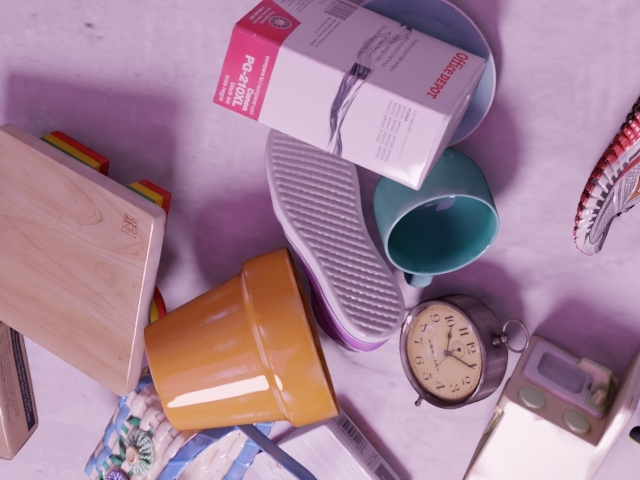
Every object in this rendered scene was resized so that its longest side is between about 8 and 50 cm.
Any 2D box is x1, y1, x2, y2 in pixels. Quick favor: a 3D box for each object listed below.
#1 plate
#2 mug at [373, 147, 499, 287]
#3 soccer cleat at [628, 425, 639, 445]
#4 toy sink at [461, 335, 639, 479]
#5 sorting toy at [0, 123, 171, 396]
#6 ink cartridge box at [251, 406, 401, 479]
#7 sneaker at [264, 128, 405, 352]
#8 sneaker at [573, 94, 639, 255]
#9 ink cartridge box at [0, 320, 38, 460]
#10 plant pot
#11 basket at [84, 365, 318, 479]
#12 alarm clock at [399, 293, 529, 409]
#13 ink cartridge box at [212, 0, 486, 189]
[{"bbox_3d":[0.103,-0.187,1.719,0.188,0.024,0.188,8,117,17],"label":"plate"},{"bbox_3d":[0.114,-0.032,1.735,0.129,0.097,0.158,27,125,-37],"label":"mug"},{"bbox_3d":[0.445,0.231,1.793,0.179,0.060,0.072,15,97,16],"label":"soccer cleat"},{"bbox_3d":[0.261,0.208,1.787,0.131,0.153,0.234,28,123,5],"label":"toy sink"},{"bbox_3d":[-0.286,0.014,1.896,0.257,0.089,0.255,28,123,26],"label":"sorting toy"},{"bbox_3d":[0.007,0.299,2.004,0.145,0.045,0.179,51,139,-10],"label":"ink cartridge box"},{"bbox_3d":[-0.001,0.001,1.809,0.102,0.161,0.282,-17,80,-13],"label":"sneaker"},{"bbox_3d":[0.340,-0.068,1.654,0.093,0.088,0.225,31,122,2],"label":"sneaker"},{"bbox_3d":[-0.510,0.179,2.095,0.234,0.088,0.193,5,119,17],"label":"ink cartridge box"},{"bbox_3d":[-0.097,0.132,1.814,0.188,0.205,0.205,-17,110,1],"label":"plant pot"},{"bbox_3d":[-0.143,0.306,1.946,0.289,0.201,0.255,38,123,18],"label":"basket"},{"bbox_3d":[0.170,0.123,1.801,0.192,0.064,0.129,-18,85,48],"label":"alarm clock"},{"bbox_3d":[0.034,-0.167,1.638,0.237,0.172,0.100,24,122,8],"label":"ink cartridge box"}]
